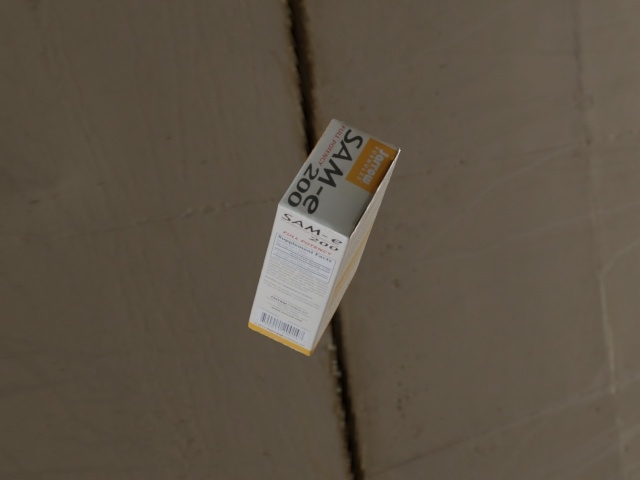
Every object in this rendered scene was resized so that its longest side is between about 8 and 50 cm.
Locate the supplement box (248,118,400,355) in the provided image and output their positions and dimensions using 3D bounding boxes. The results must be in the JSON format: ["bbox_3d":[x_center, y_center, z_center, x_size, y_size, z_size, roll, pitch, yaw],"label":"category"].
[{"bbox_3d":[0.000,0.000,0.575,0.036,0.098,0.062,25,-129,6],"label":"supplement box"}]
